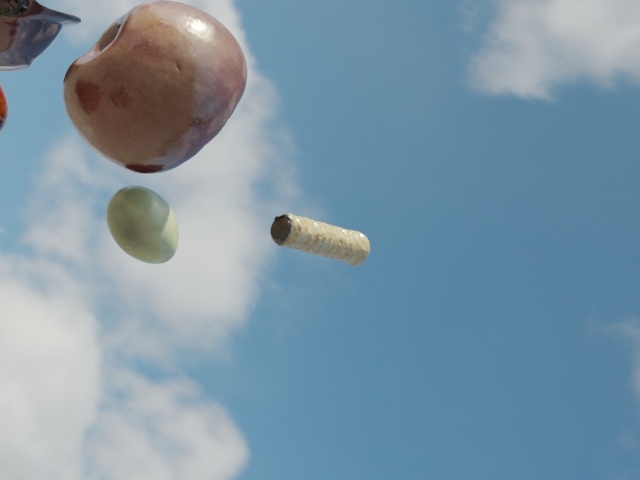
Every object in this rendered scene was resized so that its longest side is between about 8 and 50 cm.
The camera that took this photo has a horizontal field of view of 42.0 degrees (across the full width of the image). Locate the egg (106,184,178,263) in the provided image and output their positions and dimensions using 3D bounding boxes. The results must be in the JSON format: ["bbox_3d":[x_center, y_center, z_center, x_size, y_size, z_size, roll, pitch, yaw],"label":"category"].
[{"bbox_3d":[-0.312,-0.026,1.474,0.114,0.114,0.152,-18,-70,44],"label":"egg"}]

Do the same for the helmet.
[{"bbox_3d":[-0.699,-0.456,1.743,0.197,0.338,0.271,-65,-156,0],"label":"helmet"}]

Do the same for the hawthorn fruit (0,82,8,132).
[{"bbox_3d":[-0.548,-0.205,1.221,0.248,0.208,0.208,3,-77,42],"label":"hawthorn fruit"}]

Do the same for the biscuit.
[{"bbox_3d":[0.000,0.000,1.335,0.055,0.219,0.061,33,-77,39],"label":"biscuit"}]

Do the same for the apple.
[{"bbox_3d":[-0.278,-0.263,1.404,0.306,0.305,0.235,-16,-51,44],"label":"apple"}]
